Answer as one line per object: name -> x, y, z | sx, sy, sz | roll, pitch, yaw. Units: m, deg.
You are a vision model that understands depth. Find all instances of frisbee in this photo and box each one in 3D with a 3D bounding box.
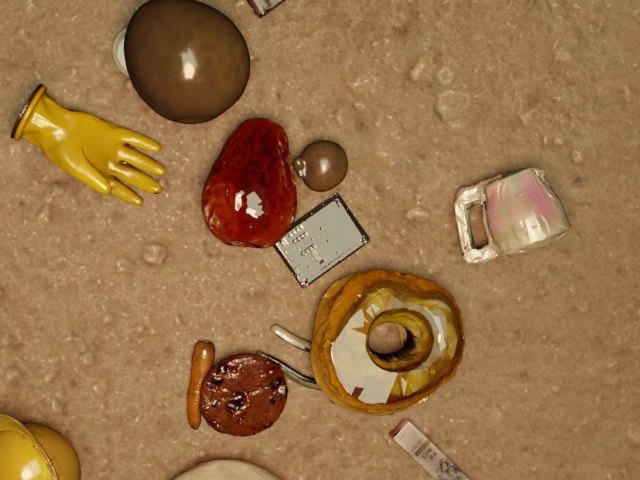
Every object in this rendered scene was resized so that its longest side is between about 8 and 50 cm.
frisbee -> -0.362, -0.377, 1.551 | 0.110, 0.014, 0.110 | -1, 93, -10

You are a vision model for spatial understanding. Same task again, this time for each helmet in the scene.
helmet -> -0.549, 0.437, 1.504 | 0.205, 0.140, 0.256 | -25, 87, 25

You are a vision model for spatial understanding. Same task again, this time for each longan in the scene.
longan -> -0.254, -0.348, 1.472 | 0.248, 0.248, 0.248 | -1, 93, -9
longan -> -0.001, -0.151, 1.578 | 0.119, 0.106, 0.106 | -6, 94, -30

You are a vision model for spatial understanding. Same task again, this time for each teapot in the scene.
teapot -> 0.402, -0.059, 1.646 | 0.163, 0.222, 0.178 | -18, 85, -47

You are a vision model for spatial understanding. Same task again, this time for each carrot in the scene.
carrot -> -0.250, 0.300, 1.592 | 0.047, 0.047, 0.191 | 9, 94, -10

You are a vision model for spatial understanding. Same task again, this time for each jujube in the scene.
jujube -> -0.134, -0.111, 1.534 | 0.190, 0.190, 0.255 | 14, 74, -10

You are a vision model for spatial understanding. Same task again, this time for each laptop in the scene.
laptop -> 0.000, 0.000, 1.631 | 0.180, 0.016, 0.129 | -36, 99, -7

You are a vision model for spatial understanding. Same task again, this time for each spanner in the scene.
spanner -> 0.019, 0.289, 1.637 | 0.325, 0.040, 0.095 | 29, 87, -8

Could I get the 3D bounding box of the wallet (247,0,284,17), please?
wallet -> -0.143, -0.578, 1.563 | 0.124, 0.042, 0.230 | -37, 96, -3

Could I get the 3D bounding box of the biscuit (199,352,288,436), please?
biscuit -> -0.156, 0.319, 1.583 | 0.192, 0.049, 0.192 | -7, 115, -15

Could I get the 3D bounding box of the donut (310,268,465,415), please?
donut -> 0.141, 0.200, 1.579 | 0.330, 0.160, 0.329 | 4, 76, -16

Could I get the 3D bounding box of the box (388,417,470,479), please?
box -> 0.243, 0.479, 1.685 | 0.218, 0.039, 0.055 | 44, 84, -9

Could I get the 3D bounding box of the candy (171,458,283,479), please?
candy -> -0.179, 0.652, 1.560 | 0.386, 0.186, 0.426 | -18, 92, -4

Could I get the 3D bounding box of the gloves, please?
gloves -> -0.437, -0.180, 1.513 | 0.294, 0.116, 0.133 | 29, 95, -16
